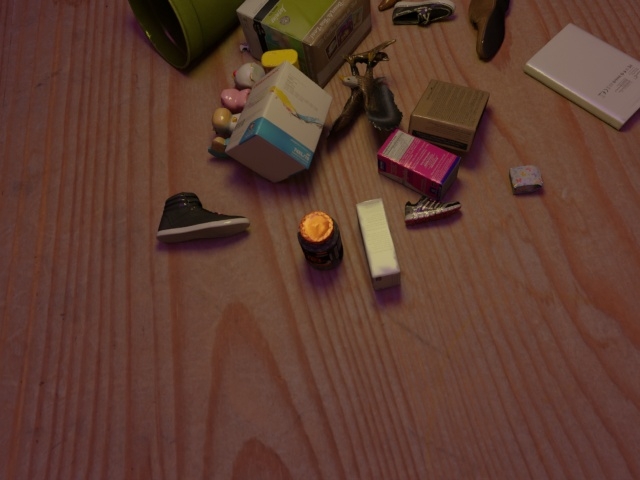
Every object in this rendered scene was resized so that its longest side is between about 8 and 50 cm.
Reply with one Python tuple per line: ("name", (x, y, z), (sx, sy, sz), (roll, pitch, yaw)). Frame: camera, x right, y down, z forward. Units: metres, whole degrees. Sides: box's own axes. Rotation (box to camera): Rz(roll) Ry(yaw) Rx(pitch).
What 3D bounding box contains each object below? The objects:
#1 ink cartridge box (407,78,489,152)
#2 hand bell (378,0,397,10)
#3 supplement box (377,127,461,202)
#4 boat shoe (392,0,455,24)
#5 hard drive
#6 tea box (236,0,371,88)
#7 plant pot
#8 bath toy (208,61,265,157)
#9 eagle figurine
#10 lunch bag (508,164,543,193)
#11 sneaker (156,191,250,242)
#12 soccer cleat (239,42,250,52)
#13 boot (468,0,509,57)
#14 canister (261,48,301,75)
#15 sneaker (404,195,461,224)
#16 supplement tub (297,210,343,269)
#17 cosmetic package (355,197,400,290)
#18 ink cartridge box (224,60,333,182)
("ink cartridge box", (0.394, -0.385, 1.506), (0.193, 0.088, 0.235), (19, 49, 16))
("hand bell", (0.311, -0.923, 1.798), (0.242, 0.126, 0.126), (-36, 66, 4))
("supplement box", (0.290, -0.226, 1.477), (0.220, 0.111, 0.114), (31, 74, 20))
("boat shoe", (0.363, -0.797, 1.741), (0.219, 0.078, 0.070), (4, 66, 18))
("hard drive", (0.867, -0.528, 1.565), (0.233, 0.047, 0.353), (-42, 68, -11))
("tea box", (-0.045, -0.759, 1.697), (0.323, 0.220, 0.329), (32, 75, 20))
("plant pot", (-0.441, -0.864, 1.756), (0.353, 0.367, 0.366), (-39, 67, -23))
("bath toy", (-0.280, -0.443, 1.649), (0.128, 0.151, 0.349), (-11, 59, 42))
("eagle figurine", (0.128, -0.454, 1.555), (0.225, 0.226, 0.299), (1, 83, -17))
("lunch bag", (0.603, -0.178, 1.446), (0.083, 0.053, 0.071), (-9, 63, 14))
("sneaker", (-0.360, -0.085, 1.507), (0.295, 0.104, 0.147), (-6, 71, 10))
("soccer cleat", (-0.258, -0.715, 1.814), (0.083, 0.029, 0.036), (-12, 74, 6))
("boot", (0.565, -0.749, 1.694), (0.115, 0.112, 0.306), (2, 68, 42))
("canister", (-0.121, -0.549, 1.642), (0.126, 0.170, 0.074), (-3, 66, 7))
("sneaker", (0.323, -0.100, 1.443), (0.170, 0.063, 0.075), (-13, 71, 7))
("supplement tub", (0.000, 0.000, 1.374), (0.116, 0.190, 0.117), (-3, 66, 7))
("cosmetic package", (0.162, 0.011, 1.389), (0.085, 0.117, 0.231), (-14, 66, 3))
("ink cartridge box", (-0.124, -0.355, 1.504), (0.198, 0.197, 0.270), (-11, 55, 53))
